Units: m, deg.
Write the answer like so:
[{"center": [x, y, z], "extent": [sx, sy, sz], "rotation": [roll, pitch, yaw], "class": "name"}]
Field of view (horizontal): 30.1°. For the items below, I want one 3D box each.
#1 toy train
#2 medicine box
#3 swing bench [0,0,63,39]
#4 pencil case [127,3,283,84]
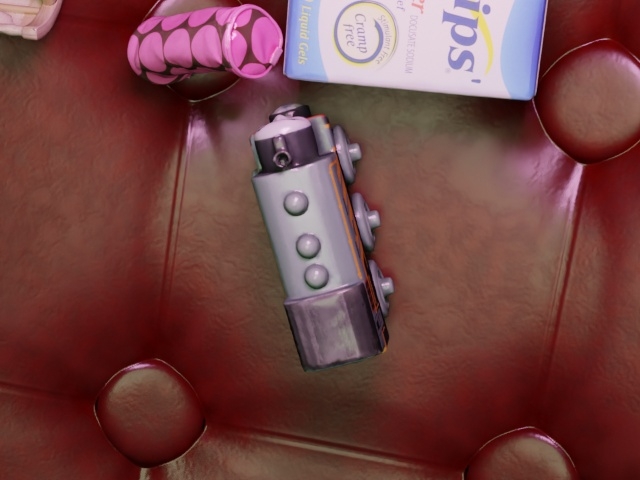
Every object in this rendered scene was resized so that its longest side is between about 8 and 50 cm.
[{"center": [0.000, 0.000, 1.427], "extent": [0.142, 0.190, 0.333], "rotation": [-13, 98, 8], "class": "toy train"}, {"center": [0.117, -0.308, 1.382], "extent": [0.289, 0.149, 0.263], "rotation": [6, 100, 6], "class": "medicine box"}, {"center": [-0.443, -0.389, 1.418], "extent": [0.253, 0.165, 0.254], "rotation": [7, 125, 4], "class": "swing bench"}, {"center": [-0.133, -0.227, 1.398], "extent": [0.098, 0.209, 0.095], "rotation": [40, 70, -36], "class": "pencil case"}]
